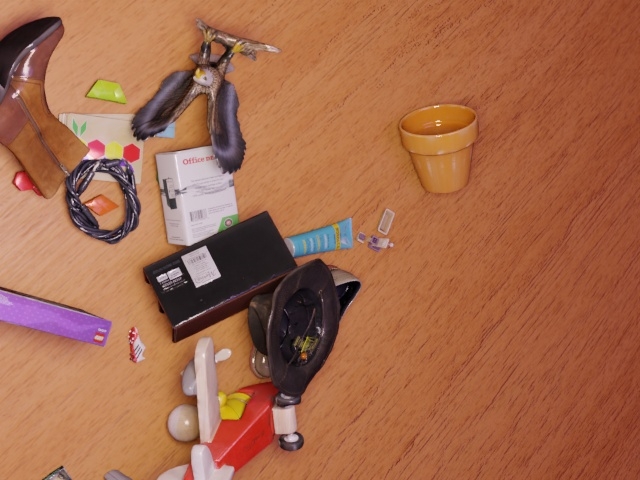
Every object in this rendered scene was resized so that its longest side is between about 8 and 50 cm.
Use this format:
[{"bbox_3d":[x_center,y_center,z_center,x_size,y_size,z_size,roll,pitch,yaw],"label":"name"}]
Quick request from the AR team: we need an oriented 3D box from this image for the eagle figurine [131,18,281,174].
[{"bbox_3d":[-0.253,-0.313,1.741,0.225,0.226,0.298,17,92,-56],"label":"eagle figurine"}]

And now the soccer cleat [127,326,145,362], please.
[{"bbox_3d":[-0.410,0.232,1.809,0.036,0.029,0.083,-9,102,-40],"label":"soccer cleat"}]

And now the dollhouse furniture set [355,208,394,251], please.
[{"bbox_3d":[0.162,-0.034,2.115,0.091,0.081,0.114,27,79,-31],"label":"dollhouse furniture set"}]

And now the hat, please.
[{"bbox_3d":[-0.080,0.180,1.802,0.331,0.134,0.331,-35,132,-52],"label":"hat"}]

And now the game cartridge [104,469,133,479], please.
[{"bbox_3d":[-0.356,0.641,1.775,0.060,0.196,0.294,-37,113,-24],"label":"game cartridge"}]

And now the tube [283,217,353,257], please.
[{"bbox_3d":[0.000,0.000,2.041,0.207,0.052,0.080,-14,112,-36],"label":"tube"}]

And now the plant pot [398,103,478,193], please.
[{"bbox_3d":[0.321,-0.235,2.146,0.205,0.205,0.187,-29,124,-27],"label":"plant pot"}]

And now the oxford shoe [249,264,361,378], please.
[{"bbox_3d":[-0.036,0.199,1.979,0.348,0.130,0.123,-51,120,-17],"label":"oxford shoe"}]

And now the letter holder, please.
[{"bbox_3d":[-0.228,0.090,1.835,0.302,0.214,0.152,-26,78,-16],"label":"letter holder"}]

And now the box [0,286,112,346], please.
[{"bbox_3d":[-0.582,0.135,1.589,0.293,0.201,0.057,21,82,-31],"label":"box"}]

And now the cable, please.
[{"bbox_3d":[-0.458,-0.080,1.709,0.151,0.047,0.184,-10,100,-32],"label":"cable"}]

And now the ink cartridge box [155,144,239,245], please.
[{"bbox_3d":[-0.273,-0.106,1.814,0.153,0.087,0.208,-16,105,-42],"label":"ink cartridge box"}]

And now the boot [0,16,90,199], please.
[{"bbox_3d":[-0.528,-0.259,1.582,0.264,0.096,0.280,-64,146,-25],"label":"boot"}]

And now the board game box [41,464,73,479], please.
[{"bbox_3d":[-0.559,0.595,1.743,0.126,0.026,0.186,-37,112,-24],"label":"board game box"}]

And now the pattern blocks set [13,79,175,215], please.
[{"bbox_3d":[-0.471,-0.198,1.735,0.325,0.026,0.285,13,87,-32],"label":"pattern blocks set"}]

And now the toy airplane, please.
[{"bbox_3d":[-0.239,0.444,1.788,0.384,0.273,0.386,48,57,-54],"label":"toy airplane"}]
